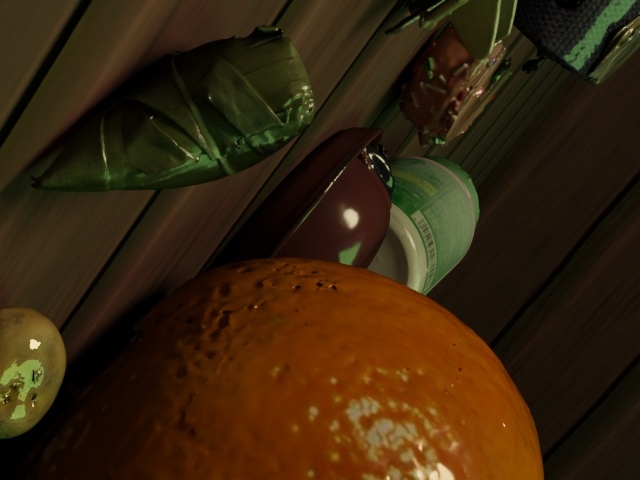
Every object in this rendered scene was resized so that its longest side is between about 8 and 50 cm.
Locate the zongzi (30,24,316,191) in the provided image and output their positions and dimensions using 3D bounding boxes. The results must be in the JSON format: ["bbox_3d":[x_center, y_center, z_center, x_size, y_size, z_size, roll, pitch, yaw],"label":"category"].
[{"bbox_3d":[-0.078,-0.048,0.698,0.130,0.062,0.154,-27,-175,-12],"label":"zongzi"}]

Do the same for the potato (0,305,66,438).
[{"bbox_3d":[-0.154,0.063,0.717,0.068,0.062,0.083,-33,-167,-8],"label":"potato"}]

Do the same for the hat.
[{"bbox_3d":[0.000,0.000,1.208,0.205,0.089,0.205,-49,173,-8],"label":"hat"}]

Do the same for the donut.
[{"bbox_3d":[0.113,-0.134,1.296,0.117,0.065,0.166,-52,172,7],"label":"donut"}]

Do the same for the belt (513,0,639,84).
[{"bbox_3d":[0.221,-0.200,1.305,0.126,0.139,0.230,-52,175,12],"label":"belt"}]

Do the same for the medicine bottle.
[{"bbox_3d":[0.073,-0.008,1.453,0.133,0.133,0.274,-52,172,24],"label":"medicine bottle"}]

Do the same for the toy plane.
[{"bbox_3d":[0.155,-0.211,0.979,0.262,0.088,0.192,-36,-173,42],"label":"toy plane"}]

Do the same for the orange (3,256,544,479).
[{"bbox_3d":[-0.052,0.206,1.021,0.424,0.326,0.424,-42,-168,11],"label":"orange"}]
